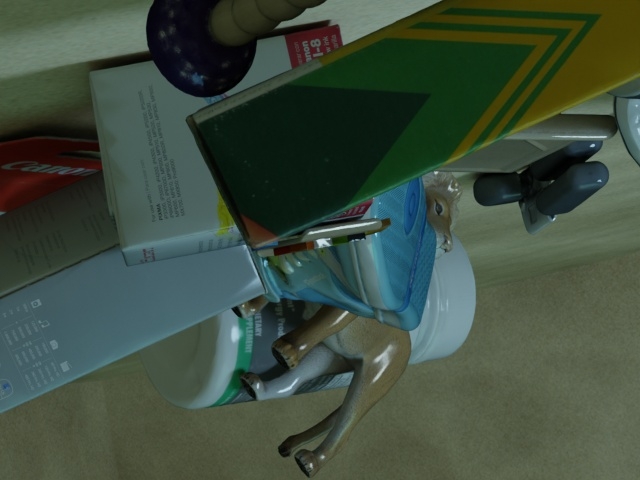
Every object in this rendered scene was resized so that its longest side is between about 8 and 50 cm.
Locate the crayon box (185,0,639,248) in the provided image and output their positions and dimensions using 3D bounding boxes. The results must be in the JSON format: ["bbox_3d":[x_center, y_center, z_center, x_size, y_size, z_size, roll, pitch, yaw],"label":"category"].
[{"bbox_3d":[0.091,-0.102,1.066,0.319,0.081,0.202,-25,-175,3],"label":"crayon box"}]

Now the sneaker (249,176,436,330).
[{"bbox_3d":[-0.014,-0.006,1.702,0.208,0.127,0.319,12,163,11],"label":"sneaker"}]

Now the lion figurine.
[{"bbox_3d":[0.035,0.075,2.000,0.240,0.142,0.392,-37,157,-20],"label":"lion figurine"}]

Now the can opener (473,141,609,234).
[{"bbox_3d":[0.238,-0.059,2.074,0.093,0.074,0.280,-9,173,-12],"label":"can opener"}]

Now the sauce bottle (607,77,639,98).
[{"bbox_3d":[0.313,-0.135,1.433,0.111,0.111,0.344,-16,170,36],"label":"sauce bottle"}]

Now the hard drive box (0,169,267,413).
[{"bbox_3d":[-0.179,0.023,1.484,0.232,0.089,0.181,-25,-158,-5],"label":"hard drive box"}]

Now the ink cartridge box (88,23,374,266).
[{"bbox_3d":[-0.065,-0.062,1.337,0.176,0.127,0.128,-11,175,-6],"label":"ink cartridge box"}]

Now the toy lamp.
[{"bbox_3d":[0.004,-0.145,1.014,0.080,0.080,0.275,-6,174,-36],"label":"toy lamp"}]

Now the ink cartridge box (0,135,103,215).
[{"bbox_3d":[-0.300,0.001,1.648,0.385,0.091,0.308,-13,173,26],"label":"ink cartridge box"}]

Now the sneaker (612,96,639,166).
[{"bbox_3d":[0.346,-0.092,1.684,0.321,0.126,0.127,27,-169,-37],"label":"sneaker"}]

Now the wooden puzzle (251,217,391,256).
[{"bbox_3d":[0.000,0.000,1.360,0.116,0.014,0.078,-10,175,-25],"label":"wooden puzzle"}]

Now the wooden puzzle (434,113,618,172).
[{"bbox_3d":[0.109,-0.092,1.675,0.221,0.044,0.239,0,175,-20],"label":"wooden puzzle"}]

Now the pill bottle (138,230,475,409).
[{"bbox_3d":[-0.015,0.071,2.194,0.361,0.204,0.204,-6,172,-35],"label":"pill bottle"}]
